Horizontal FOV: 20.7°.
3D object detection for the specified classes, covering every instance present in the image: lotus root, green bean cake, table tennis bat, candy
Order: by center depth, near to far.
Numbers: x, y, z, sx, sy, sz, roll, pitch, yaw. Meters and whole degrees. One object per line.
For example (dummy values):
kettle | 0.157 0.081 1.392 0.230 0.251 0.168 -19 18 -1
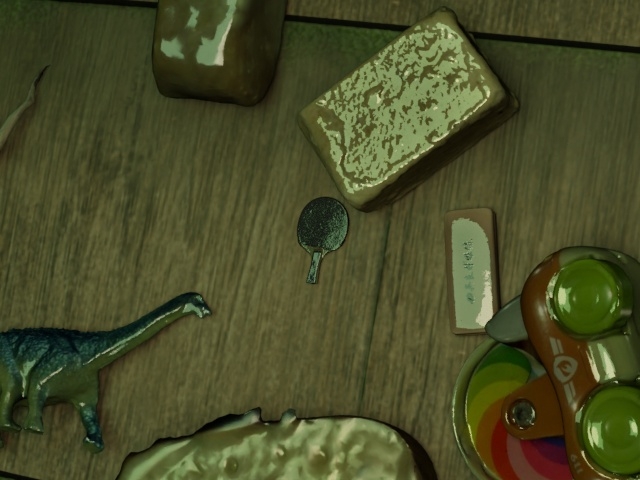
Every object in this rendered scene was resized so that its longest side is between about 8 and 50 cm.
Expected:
lotus root | -0.033 0.325 1.563 0.390 0.111 0.375 35 92 22
green bean cake | 0.079 -0.117 1.595 0.179 0.085 0.109 -38 75 11
table tennis bat | 0.000 0.000 1.645 0.050 0.007 0.083 9 84 18
candy | -0.091 -0.246 1.659 0.104 0.102 0.234 7 83 19

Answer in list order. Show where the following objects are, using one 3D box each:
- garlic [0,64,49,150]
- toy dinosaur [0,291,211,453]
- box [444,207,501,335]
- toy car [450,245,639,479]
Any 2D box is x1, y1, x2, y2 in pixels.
garlic | -0.487 -0.120 1.752 0.340 0.231 0.246 26 61 -10
toy dinosaur | -0.280 0.130 1.686 0.363 0.076 0.147 -5 61 16
box | 0.138 0.028 1.588 0.048 0.025 0.115 -4 82 19
toy car | 0.209 0.127 1.505 0.235 0.145 0.235 -3 85 34
